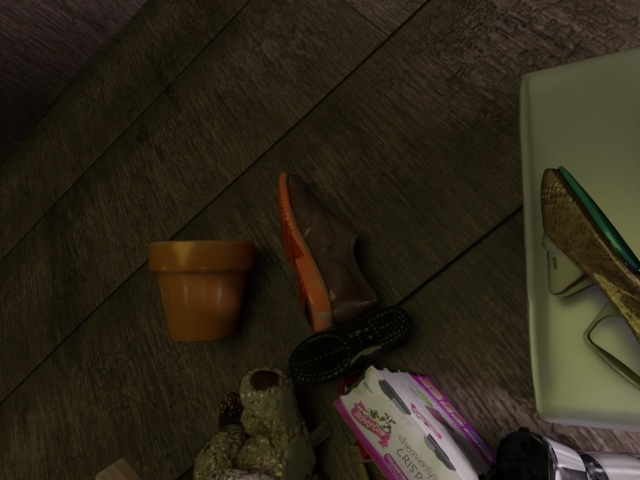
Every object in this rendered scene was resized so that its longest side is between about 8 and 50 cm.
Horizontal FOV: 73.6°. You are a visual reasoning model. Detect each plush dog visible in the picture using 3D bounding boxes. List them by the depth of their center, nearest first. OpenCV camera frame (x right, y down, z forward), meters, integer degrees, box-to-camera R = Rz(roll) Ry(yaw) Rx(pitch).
[{"bbox_3d":[-0.123,0.373,0.717,0.225,0.210,0.262,-21,33,38],"label":"plush dog"}]

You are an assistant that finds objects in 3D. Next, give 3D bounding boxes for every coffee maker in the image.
[{"bbox_3d":[0.289,0.305,0.455,0.171,0.178,0.120,-90,21,-46],"label":"coffee maker"}]

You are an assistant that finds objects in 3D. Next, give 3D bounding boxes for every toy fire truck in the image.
[{"bbox_3d":[0.074,0.320,0.657,0.192,0.047,0.135,-126,43,-54],"label":"toy fire truck"}]

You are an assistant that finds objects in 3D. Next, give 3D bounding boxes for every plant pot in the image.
[{"bbox_3d":[-0.236,0.099,0.862,0.205,0.205,0.188,-3,86,29],"label":"plant pot"}]

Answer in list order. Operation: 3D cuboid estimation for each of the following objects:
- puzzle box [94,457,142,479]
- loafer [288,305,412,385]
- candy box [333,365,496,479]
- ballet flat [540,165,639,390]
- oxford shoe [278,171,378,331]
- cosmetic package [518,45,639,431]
[{"bbox_3d":[-0.183,0.527,0.616,0.409,0.052,0.272,14,120,41],"label":"puzzle box"},{"bbox_3d":[0.054,0.185,0.706,0.220,0.078,0.080,-23,55,9],"label":"loafer"},{"bbox_3d":[0.134,0.251,0.553,0.071,0.233,0.159,-47,56,7],"label":"candy box"},{"bbox_3d":[0.204,0.037,0.300,0.067,0.073,0.206,-44,52,29],"label":"ballet flat"},{"bbox_3d":[0.000,0.000,0.817,0.132,0.130,0.364,-12,54,-10],"label":"oxford shoe"},{"bbox_3d":[0.425,0.018,0.413,0.393,0.329,0.327,-5,71,29],"label":"cosmetic package"}]
